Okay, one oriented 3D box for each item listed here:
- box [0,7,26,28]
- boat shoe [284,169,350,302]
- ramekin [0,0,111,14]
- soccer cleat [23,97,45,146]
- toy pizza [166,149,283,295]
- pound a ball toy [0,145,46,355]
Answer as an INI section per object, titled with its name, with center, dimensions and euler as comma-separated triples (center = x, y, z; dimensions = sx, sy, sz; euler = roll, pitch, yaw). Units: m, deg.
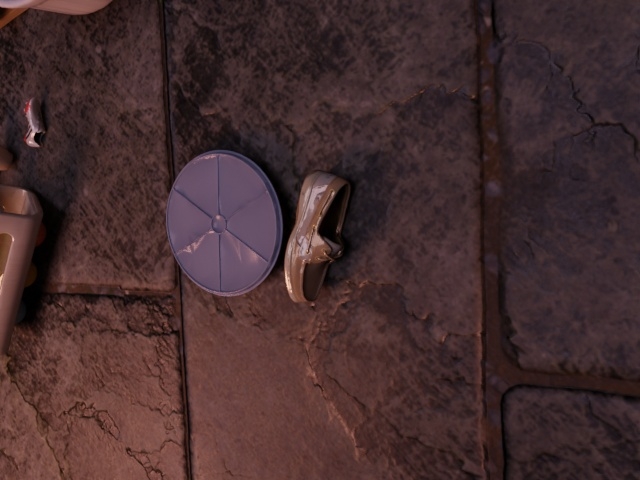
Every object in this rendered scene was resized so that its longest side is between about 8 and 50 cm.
[box]
center = -0.562, -0.452, 1.088
dimensions = 0.201, 0.021, 0.164
euler = -17, 86, 30
[boat shoe]
center = 0.000, 0.000, 0.779
dimensions = 0.059, 0.063, 0.169
euler = 15, 101, 34
[ramekin]
center = -0.390, -0.468, 0.920
dimensions = 0.277, 0.135, 0.277
euler = 4, 97, 30
[soccer cleat]
center = -0.477, -0.197, 1.061
dimensions = 0.036, 0.029, 0.083
euler = 19, 108, 18
[toy pizza]
center = -0.131, -0.024, 0.871
dimensions = 0.201, 0.032, 0.201
euler = 4, 98, 30
[pound a ball toy]
center = -0.561, 0.012, 1.089
dimensions = 0.208, 0.136, 0.319
euler = 43, 117, 48
